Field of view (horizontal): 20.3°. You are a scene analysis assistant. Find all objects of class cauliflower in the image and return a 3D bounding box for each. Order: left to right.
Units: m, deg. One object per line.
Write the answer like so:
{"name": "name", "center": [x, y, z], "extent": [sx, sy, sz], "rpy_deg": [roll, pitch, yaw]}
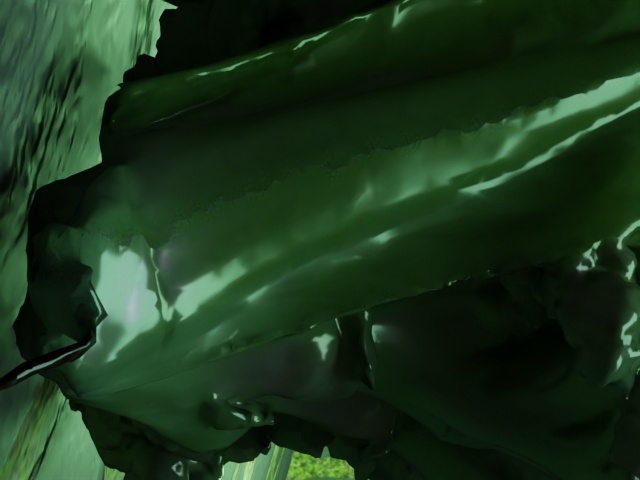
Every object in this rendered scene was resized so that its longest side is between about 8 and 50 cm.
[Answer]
{"name": "cauliflower", "center": [0.000, 0.000, 0.527], "extent": [0.315, 0.239, 0.256], "rpy_deg": [-11, 107, -48]}
